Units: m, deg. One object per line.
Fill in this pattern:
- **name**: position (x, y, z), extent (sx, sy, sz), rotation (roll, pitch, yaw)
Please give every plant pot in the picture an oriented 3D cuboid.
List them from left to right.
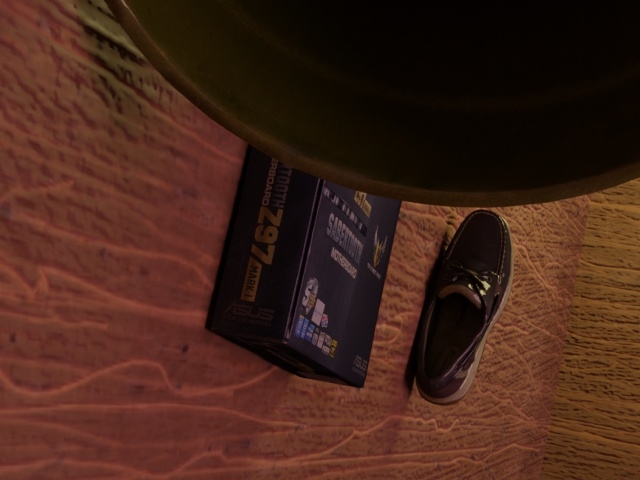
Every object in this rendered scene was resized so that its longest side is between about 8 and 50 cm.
- **plant pot**: position (0.086, -0.270, 0.792), extent (0.353, 0.367, 0.366), rotation (-78, 167, -49)

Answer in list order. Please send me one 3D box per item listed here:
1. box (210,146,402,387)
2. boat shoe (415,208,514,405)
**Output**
- **box**: position (0.000, 0.000, 1.091), extent (0.232, 0.059, 0.183), rotation (45, 55, -71)
- **boat shoe**: position (0.154, 0.064, 1.614), extent (0.073, 0.080, 0.223), rotation (69, 39, -69)
